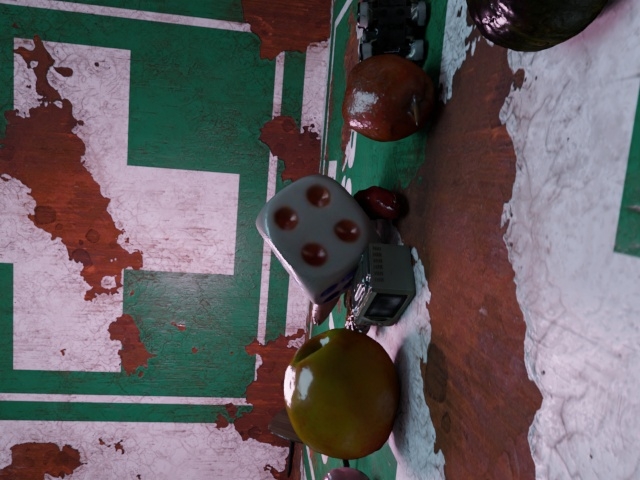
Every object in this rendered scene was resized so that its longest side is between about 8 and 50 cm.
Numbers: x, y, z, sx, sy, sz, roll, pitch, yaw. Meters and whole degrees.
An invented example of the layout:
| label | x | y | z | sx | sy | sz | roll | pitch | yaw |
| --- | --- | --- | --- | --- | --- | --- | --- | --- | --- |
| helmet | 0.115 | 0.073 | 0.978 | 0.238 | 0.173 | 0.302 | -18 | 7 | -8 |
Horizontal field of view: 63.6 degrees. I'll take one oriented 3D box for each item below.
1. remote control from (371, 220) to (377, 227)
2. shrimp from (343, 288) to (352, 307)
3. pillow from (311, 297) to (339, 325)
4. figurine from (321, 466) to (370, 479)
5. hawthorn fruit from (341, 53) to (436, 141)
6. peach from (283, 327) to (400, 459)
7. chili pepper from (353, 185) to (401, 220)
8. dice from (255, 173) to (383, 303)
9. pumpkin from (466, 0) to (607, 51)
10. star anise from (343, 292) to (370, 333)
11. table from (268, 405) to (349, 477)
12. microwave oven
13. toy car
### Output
| label | x | y | z | sx | sy | sz | roll | pitch | yaw |
| --- | --- | --- | --- | --- | --- | --- | --- | --- | --- |
| remote control | 0.145 | -0.029 | 1.769 | 0.230 | 0.049 | 0.090 | 116 | 156 | -69 |
| shrimp | 0.112 | 0.171 | 1.932 | 0.101 | 0.042 | 0.190 | -77 | -4 | -58 |
| pillow | 0.052 | 0.126 | 1.993 | 0.308 | 0.109 | 0.305 | -63 | -13 | -55 |
| figurine | 0.075 | 0.742 | 1.493 | 0.173 | 0.173 | 0.173 | -176 | 90 | -82 |
| hawthorn fruit | 0.175 | -0.324 | 1.214 | 0.262 | 0.211 | 0.210 | 42 | 131 | 51 |
| peach | 0.061 | 0.401 | 1.341 | 0.332 | 0.308 | 0.308 | 63 | 172 | -2 |
| chili pepper | 0.162 | -0.107 | 1.527 | 0.387 | 0.110 | 0.110 | -167 | 80 | -79 |
| dice | 0.000 | 0.000 | 1.550 | 0.304 | 0.277 | 0.304 | 53 | 171 | 16 |
| pumpkin | 0.267 | -0.356 | 0.633 | 0.238 | 0.159 | 0.237 | -177 | 90 | -87 |
| star anise | 0.132 | 0.222 | 1.616 | 0.220 | 0.099 | 0.214 | -102 | 31 | -79 |
| table | 0.017 | 0.718 | 1.861 | 0.317 | 0.318 | 0.249 | -109 | 10 | -71 |
| microwave oven | 0.153 | 0.119 | 1.358 | 0.205 | 0.129 | 0.163 | 107 | 164 | -56 |
| toy car | 0.186 | -0.527 | 1.360 | 0.158 | 0.172 | 0.235 | -3 | -86 | -81 |
